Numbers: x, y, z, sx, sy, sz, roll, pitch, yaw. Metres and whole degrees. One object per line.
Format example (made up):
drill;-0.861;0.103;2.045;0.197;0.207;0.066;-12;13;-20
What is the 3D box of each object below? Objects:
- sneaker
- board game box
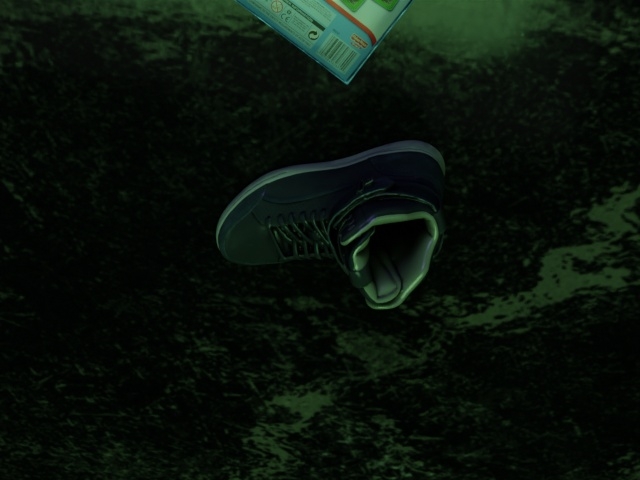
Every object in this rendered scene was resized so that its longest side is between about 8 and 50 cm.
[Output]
sneaker;0.000;-0.002;0.645;0.226;0.163;0.086;-20;119;16
board game box;0.022;-0.248;0.566;0.160;0.039;0.211;34;118;-16
